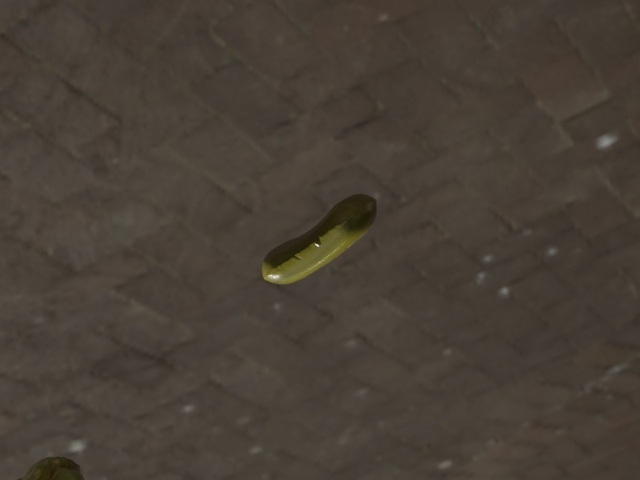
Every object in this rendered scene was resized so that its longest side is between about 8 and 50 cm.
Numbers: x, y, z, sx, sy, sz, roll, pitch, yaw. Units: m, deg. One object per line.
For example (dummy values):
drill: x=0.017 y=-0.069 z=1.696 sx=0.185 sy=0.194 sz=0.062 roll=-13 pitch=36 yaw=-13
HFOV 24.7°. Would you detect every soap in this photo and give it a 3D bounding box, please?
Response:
soap: x=0.001 y=0.001 z=1.496 sx=0.140 sy=0.045 sz=0.089 roll=-35 pitch=-178 yaw=25

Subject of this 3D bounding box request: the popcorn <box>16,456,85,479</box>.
popcorn: x=-0.262 y=0.319 z=1.277 sx=0.276 sy=0.225 sz=0.276 roll=-30 pitch=143 yaw=-26
